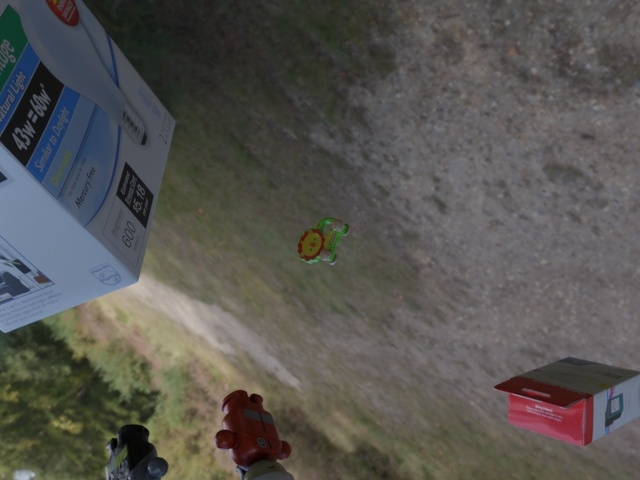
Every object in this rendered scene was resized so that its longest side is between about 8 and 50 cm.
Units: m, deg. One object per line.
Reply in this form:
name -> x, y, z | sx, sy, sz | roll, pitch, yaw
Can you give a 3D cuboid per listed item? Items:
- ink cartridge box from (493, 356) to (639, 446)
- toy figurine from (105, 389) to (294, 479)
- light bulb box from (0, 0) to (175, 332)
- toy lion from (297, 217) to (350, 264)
ink cartridge box -> 0.389, 0.252, 1.185 | 0.134, 0.231, 0.078 | 7, 101, 48
toy figurine -> -0.127, 0.296, 0.851 | 0.213, 0.209, 0.148 | 89, 163, -44
light bulb box -> -0.396, -0.146, 0.956 | 0.361, 0.225, 0.358 | 55, -157, -39
toy lion -> 0.000, 0.000, 1.487 | 0.096, 0.100, 0.034 | 20, 174, 40
